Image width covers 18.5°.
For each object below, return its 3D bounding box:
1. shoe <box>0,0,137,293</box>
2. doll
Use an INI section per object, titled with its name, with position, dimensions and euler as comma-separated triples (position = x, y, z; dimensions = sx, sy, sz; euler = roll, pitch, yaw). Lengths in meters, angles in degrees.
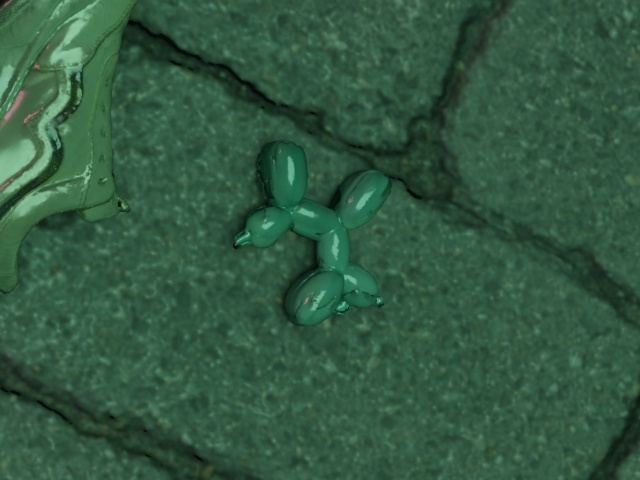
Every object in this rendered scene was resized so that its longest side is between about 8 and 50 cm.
[shoe]
position = -0.230, -0.108, 1.673
dimensions = 0.342, 0.132, 0.210
euler = -47, 110, -7
[doll]
position = 0.000, 0.000, 1.789
dimensions = 0.159, 0.059, 0.159
euler = 24, 83, -20
